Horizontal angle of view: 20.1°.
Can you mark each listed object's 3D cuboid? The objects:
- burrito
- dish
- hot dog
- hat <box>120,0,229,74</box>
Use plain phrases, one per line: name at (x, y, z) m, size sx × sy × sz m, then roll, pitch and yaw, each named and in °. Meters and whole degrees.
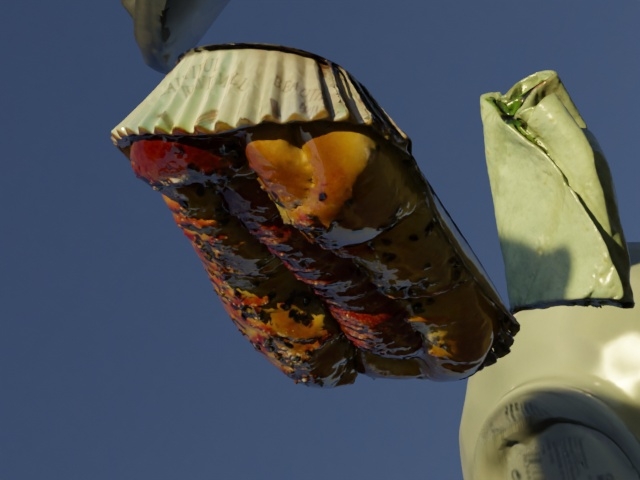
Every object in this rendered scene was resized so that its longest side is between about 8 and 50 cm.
burrito at (0.110, -0.022, 0.840) m, size 0.044 × 0.074 × 0.118 m, roll -1°, pitch -100°, yaw -38°
dish at (0.189, 0.150, 1.150) m, size 0.120 × 0.303 × 0.303 m, roll -17°, pitch -61°, yaw -47°
hot dog at (0.000, 0.000, 0.609) m, size 0.191 × 0.108 × 0.059 m, roll 55°, pitch -137°, yaw -54°
hat at (0.050, -0.250, 1.016) m, size 0.257 × 0.366 × 0.382 m, roll 17°, pitch -78°, yaw -10°
